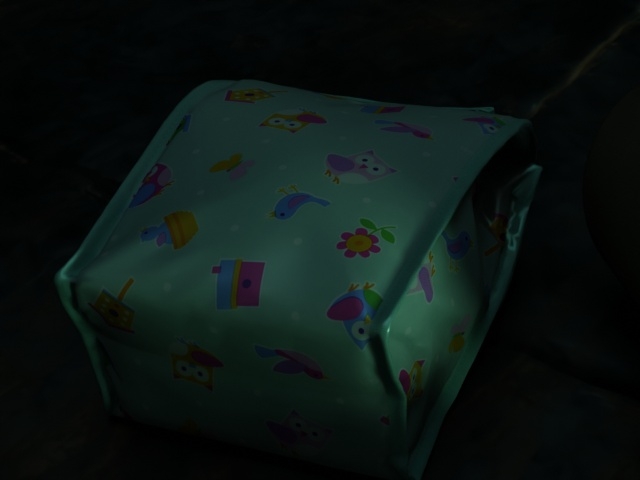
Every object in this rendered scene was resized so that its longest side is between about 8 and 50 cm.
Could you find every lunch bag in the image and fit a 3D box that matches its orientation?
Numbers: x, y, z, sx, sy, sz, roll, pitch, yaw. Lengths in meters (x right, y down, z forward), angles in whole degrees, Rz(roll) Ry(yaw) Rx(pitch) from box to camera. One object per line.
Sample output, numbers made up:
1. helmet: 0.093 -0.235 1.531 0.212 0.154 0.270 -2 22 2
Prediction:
1. lunch bag: 0.000 0.000 0.900 0.223 0.160 0.262 8 43 23

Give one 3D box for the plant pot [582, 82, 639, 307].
1. plant pot: 0.269 -0.017 0.824 0.263 0.263 0.229 -17 19 -14
